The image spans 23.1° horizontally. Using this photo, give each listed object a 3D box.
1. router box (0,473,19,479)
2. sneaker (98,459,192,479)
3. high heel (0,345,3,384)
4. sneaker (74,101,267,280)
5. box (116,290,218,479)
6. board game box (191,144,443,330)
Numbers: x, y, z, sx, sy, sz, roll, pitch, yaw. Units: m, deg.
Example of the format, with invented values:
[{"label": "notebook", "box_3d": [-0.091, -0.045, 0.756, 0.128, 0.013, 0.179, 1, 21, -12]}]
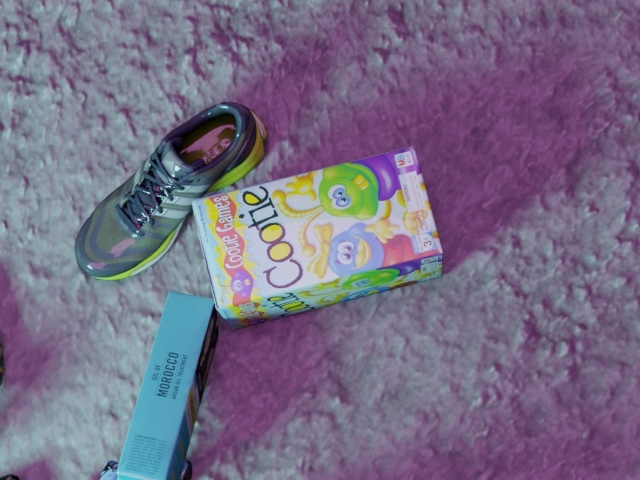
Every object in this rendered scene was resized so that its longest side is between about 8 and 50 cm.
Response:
[{"label": "router box", "box_3d": [-0.400, 0.391, 1.894, 0.133, 0.046, 0.179, -23, 75, -1]}, {"label": "sneaker", "box_3d": [-0.234, 0.295, 1.899, 0.162, 0.063, 0.073, -21, 72, -1]}, {"label": "high heel", "box_3d": [-0.450, 0.159, 1.883, 0.093, 0.186, 0.261, 2, 76, 5]}, {"label": "sneaker", "box_3d": [-0.196, -0.073, 1.956, 0.111, 0.121, 0.300, 42, 83, 13]}, {"label": "box", "box_3d": [-0.179, 0.191, 1.866, 0.060, 0.100, 0.244, 10, 60, 5]}, {"label": "board game box", "box_3d": [0.000, 0.000, 1.913, 0.275, 0.144, 0.142, -14, 76, 1]}]
